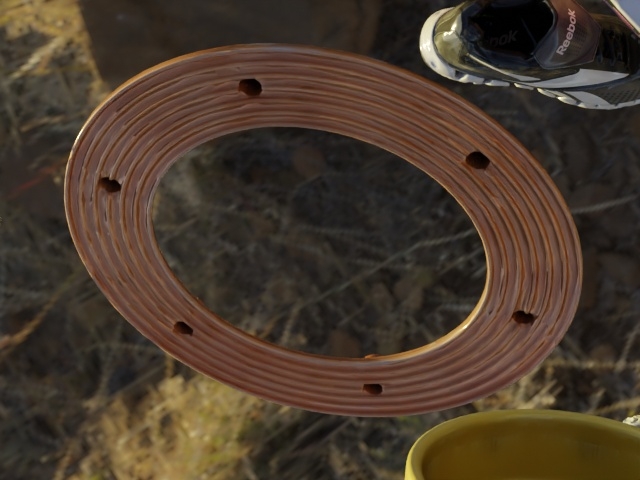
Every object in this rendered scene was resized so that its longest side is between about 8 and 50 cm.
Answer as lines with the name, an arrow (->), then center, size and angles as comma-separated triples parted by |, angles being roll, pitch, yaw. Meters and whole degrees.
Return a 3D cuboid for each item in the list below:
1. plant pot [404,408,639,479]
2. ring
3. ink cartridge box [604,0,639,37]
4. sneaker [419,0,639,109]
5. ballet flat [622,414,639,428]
plant pot -> 0.187, 0.296, 1.281 | 0.254, 0.254, 0.239 | 15, 111, 32
ring -> 0.000, 0.000, 0.994 | 0.336, 0.032, 0.336 | 8, 137, 8
ink cartridge box -> 0.163, -0.289, 1.208 | 0.069, 0.176, 0.371 | -43, 76, 14
sneaker -> 0.206, -0.162, 1.296 | 0.106, 0.234, 0.078 | 140, 136, -79
ballet flat -> 0.411, 0.263, 1.617 | 0.241, 0.077, 0.091 | 44, 109, 5
